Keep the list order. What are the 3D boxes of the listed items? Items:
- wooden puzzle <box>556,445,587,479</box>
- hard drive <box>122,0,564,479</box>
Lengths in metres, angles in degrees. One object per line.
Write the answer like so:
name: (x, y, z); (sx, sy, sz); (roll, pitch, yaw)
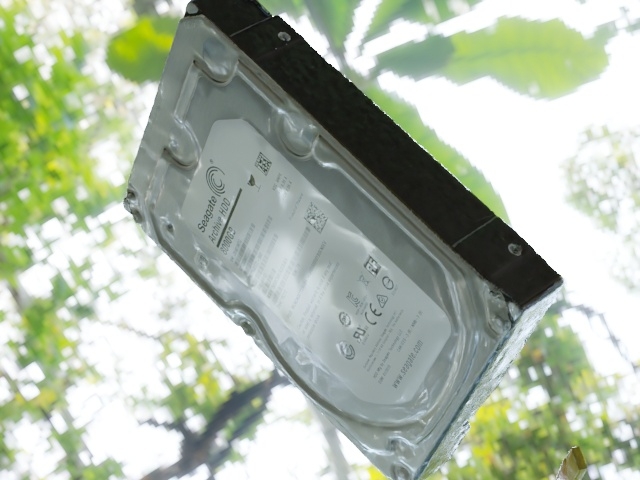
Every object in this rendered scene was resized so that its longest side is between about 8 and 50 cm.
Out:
wooden puzzle: (0.164, 0.192, 1.005); (0.014, 0.078, 0.116); (-12, -110, -12)
hard drive: (0.000, 0.000, 1.216); (0.064, 0.237, 0.339); (-30, -113, -39)
